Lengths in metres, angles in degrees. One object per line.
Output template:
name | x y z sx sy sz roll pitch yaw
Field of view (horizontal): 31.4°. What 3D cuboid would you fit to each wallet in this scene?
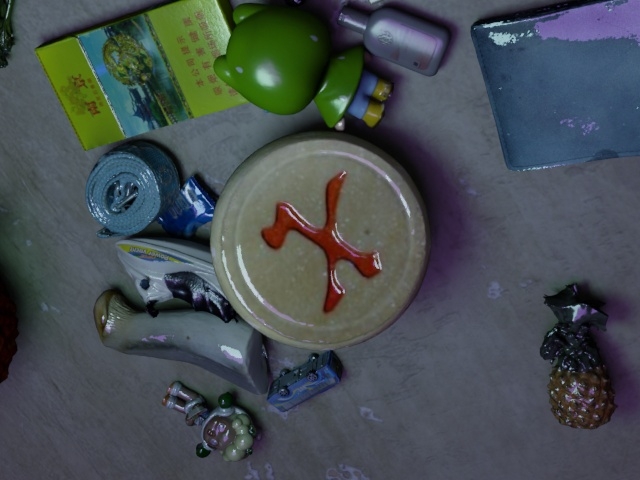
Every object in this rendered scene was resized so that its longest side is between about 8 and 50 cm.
wallet | 0.381 -0.224 1.634 0.290 0.054 0.251 -9 115 22

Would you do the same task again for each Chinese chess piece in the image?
Chinese chess piece | 0.000 0.000 1.746 0.338 0.140 0.338 0 92 -5

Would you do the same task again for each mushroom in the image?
mushroom | -0.248 0.179 2.009 0.329 0.122 0.159 13 117 10

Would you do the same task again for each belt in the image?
belt | -0.313 -0.088 1.896 0.163 0.082 0.147 -8 107 29

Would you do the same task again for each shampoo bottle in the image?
shampoo bottle | 0.105 -0.303 1.676 0.165 0.040 0.080 22 127 2

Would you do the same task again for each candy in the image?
candy | -0.227 -0.045 1.923 0.088 0.038 0.136 48 130 -9

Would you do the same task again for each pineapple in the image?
pineapple | 0.413 0.181 1.831 0.119 0.111 0.237 -17 110 -9

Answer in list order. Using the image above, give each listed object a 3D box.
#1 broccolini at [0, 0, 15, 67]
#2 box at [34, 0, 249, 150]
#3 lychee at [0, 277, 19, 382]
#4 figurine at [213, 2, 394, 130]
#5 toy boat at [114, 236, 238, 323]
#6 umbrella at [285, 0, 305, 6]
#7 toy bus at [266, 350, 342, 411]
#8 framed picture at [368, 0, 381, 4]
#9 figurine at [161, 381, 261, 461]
broccolini | -0.515 -0.446 1.754 0.079 0.074 0.392 10 123 3
box | -0.272 -0.269 1.803 0.335 0.047 0.187 -13 115 23
lychee | -0.721 0.142 1.959 0.500 0.424 0.424 -36 105 15
figurine | -0.021 -0.252 1.684 0.263 0.143 0.162 21 96 -13
toy boat | -0.225 0.071 1.927 0.269 0.141 0.141 6 120 6
umbrella | -0.058 -0.458 1.629 0.052 0.053 0.250 1 121 24
toy bus | -0.028 0.251 2.029 0.153 0.051 0.061 -31 119 28
framed picture | 0.101 -0.496 1.580 0.213 0.016 0.289 -19 112 25
figurine | -0.203 0.335 2.100 0.197 0.093 0.147 25 112 2
